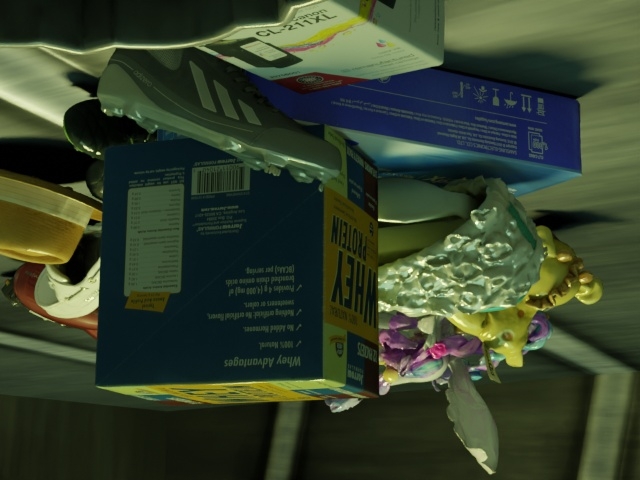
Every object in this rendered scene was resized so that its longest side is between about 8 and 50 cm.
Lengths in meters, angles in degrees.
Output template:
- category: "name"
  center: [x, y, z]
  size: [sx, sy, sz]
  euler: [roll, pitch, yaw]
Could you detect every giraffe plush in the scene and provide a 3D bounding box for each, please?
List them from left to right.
- category: "giraffe plush"
  center: [0.249, 0.049, 1.719]
  size: [0.170, 0.210, 0.181]
  euler: [-39, 146, 23]

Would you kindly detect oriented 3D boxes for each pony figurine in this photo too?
- category: "pony figurine"
  center: [0.166, 0.169, 2.078]
  size: [0.363, 0.303, 0.351]
  euler: [-9, -163, 22]

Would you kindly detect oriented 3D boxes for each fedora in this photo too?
- category: "fedora"
  center: [-0.314, -0.022, 1.440]
  size: [0.194, 0.079, 0.194]
  euler: [15, 172, 2]

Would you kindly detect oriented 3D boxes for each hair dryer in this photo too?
- category: "hair dryer"
  center: [-0.337, 0.095, 1.952]
  size: [0.223, 0.080, 0.293]
  euler: [26, 171, -16]

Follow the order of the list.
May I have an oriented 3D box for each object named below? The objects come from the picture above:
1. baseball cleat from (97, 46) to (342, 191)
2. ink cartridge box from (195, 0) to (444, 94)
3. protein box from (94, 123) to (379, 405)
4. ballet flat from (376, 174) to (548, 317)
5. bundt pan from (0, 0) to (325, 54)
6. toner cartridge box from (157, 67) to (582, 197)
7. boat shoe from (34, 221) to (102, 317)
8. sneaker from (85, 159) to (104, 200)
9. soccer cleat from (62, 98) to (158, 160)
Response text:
- category: "baseball cleat"
  center: [-0.069, -0.114, 1.011]
  size: [0.206, 0.109, 0.072]
  euler: [19, 174, 15]
- category: "ink cartridge box"
  center: [-0.015, -0.163, 0.911]
  size: [0.127, 0.072, 0.175]
  euler: [-8, 166, 34]
- category: "protein box"
  center: [-0.065, 0.027, 1.121]
  size: [0.199, 0.201, 0.136]
  euler: [-4, 167, 20]
- category: "ballet flat"
  center: [0.000, 0.000, 1.252]
  size: [0.409, 0.147, 0.147]
  euler: [-7, 166, 19]
- category: "bundt pan"
  center: [-0.133, -0.200, 0.629]
  size: [0.330, 0.124, 0.331]
  euler: [-1, 168, 0]
- category: "toner cartridge box"
  center: [0.047, -0.097, 1.204]
  size: [0.347, 0.075, 0.165]
  euler: [7, 164, -29]
- category: "boat shoe"
  center: [-0.306, 0.027, 1.728]
  size: [0.096, 0.098, 0.277]
  euler: [10, 155, -37]
- category: "sneaker"
  center: [-0.102, -0.007, 1.402]
  size: [0.281, 0.163, 0.106]
  euler: [2, 167, -8]
- category: "soccer cleat"
  center: [-0.154, -0.103, 1.237]
  size: [0.072, 0.060, 0.179]
  euler: [-22, 163, 37]
